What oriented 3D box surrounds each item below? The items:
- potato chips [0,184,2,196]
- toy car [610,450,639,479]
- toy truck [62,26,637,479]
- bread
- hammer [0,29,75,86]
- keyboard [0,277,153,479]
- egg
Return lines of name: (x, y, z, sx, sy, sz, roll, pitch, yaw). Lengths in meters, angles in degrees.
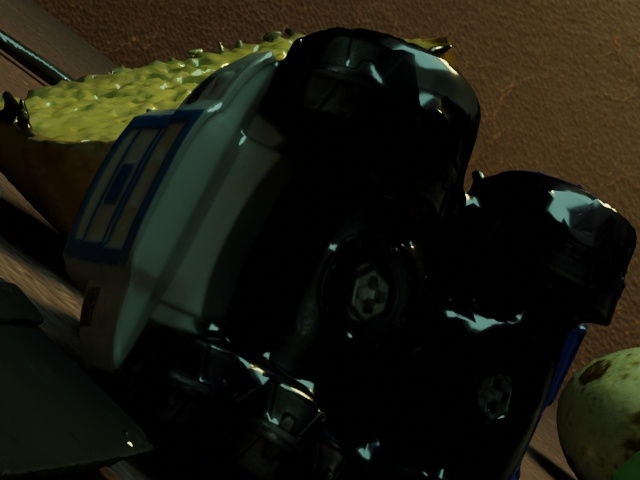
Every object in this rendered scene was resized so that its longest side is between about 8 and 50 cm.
potato chips: (-0.197, -0.062, 0.701, 0.092, 0.028, 0.207, 34, 3, -37)
toy car: (0.324, 0.215, 1.109, 0.213, 0.176, 0.359, 41, 4, 42)
toy truck: (0.000, 0.029, 0.641, 0.213, 0.161, 0.177, 35, -16, -32)
bread: (-0.044, -0.025, 0.835, 0.260, 0.134, 0.129, -13, 19, -36)
hammer: (-0.227, -0.139, 1.569, 0.246, 0.029, 0.103, 35, 4, -13)
keyboard: (-0.100, 0.035, 0.402, 0.072, 0.023, 0.231, 45, 5, 11)
egg: (0.303, 0.176, 1.540, 0.169, 0.169, 0.231, 35, -5, -32)
